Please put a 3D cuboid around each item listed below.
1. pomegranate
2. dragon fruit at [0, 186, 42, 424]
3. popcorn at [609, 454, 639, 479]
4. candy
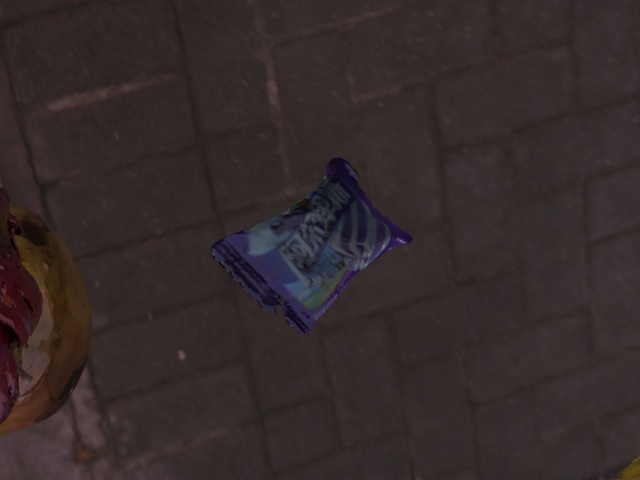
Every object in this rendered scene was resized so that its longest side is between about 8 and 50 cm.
[{"bbox_3d":[-0.379,0.086,1.259,0.281,0.281,0.281,-8,114,-18],"label":"pomegranate"},{"bbox_3d":[-0.369,0.048,0.913,0.329,0.329,0.329,-8,114,-18],"label":"dragon fruit"},{"bbox_3d":[0.247,0.208,0.657,0.259,0.259,0.212,31,95,-28],"label":"popcorn"},{"bbox_3d":[0.000,0.000,1.413,0.275,0.145,0.070,-37,166,-47],"label":"candy"}]
